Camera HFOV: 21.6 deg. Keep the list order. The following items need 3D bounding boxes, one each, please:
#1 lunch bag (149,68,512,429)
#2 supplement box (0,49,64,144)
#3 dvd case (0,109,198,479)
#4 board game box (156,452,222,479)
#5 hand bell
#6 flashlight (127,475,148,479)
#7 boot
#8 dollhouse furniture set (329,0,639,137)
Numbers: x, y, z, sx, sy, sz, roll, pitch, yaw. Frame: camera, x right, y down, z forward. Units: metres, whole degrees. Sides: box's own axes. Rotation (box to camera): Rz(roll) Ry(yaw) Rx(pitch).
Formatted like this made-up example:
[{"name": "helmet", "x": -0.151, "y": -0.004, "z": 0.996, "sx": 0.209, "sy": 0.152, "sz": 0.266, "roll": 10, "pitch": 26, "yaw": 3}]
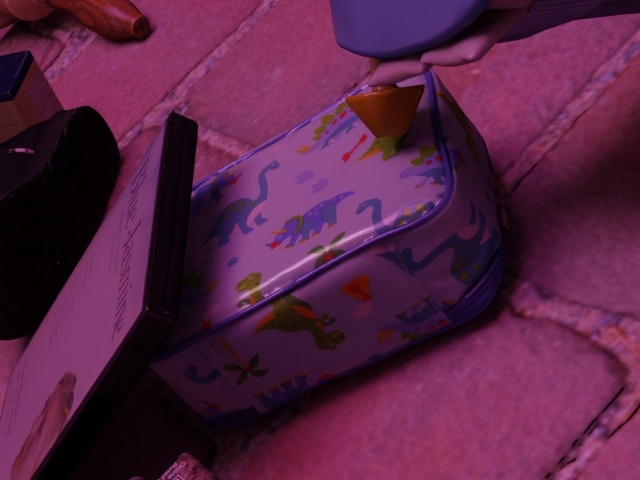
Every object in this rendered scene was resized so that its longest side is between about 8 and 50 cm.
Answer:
[{"name": "lunch bag", "x": 0.000, "y": 0.000, "z": 0.985, "sx": 0.219, "sy": 0.090, "sz": 0.176, "roll": -29, "pitch": 34, "yaw": 16}, {"name": "supplement box", "x": -0.259, "y": -0.099, "z": 1.357, "sx": 0.083, "sy": 0.083, "sz": 0.056, "roll": -8, "pitch": 41, "yaw": 23}, {"name": "dvd case", "x": -0.141, "y": 0.066, "z": 0.997, "sx": 0.253, "sy": 0.022, "sz": 0.180, "roll": -54, "pitch": 22, "yaw": 34}, {"name": "board game box", "x": -0.032, "y": 0.257, "z": 0.650, "sx": 0.232, "sy": 0.141, "sz": 0.291, "roll": -46, "pitch": 33, "yaw": -11}, {"name": "hand bell", "x": -0.231, "y": -0.221, "z": 1.503, "sx": 0.242, "sy": 0.126, "sz": 0.126, "roll": 24, "pitch": 67, "yaw": 41}, {"name": "flashlight", "x": -0.182, "y": 0.248, "z": 0.849, "sx": 0.304, "sy": 0.103, "sz": 0.103, "roll": -37, "pitch": 35, "yaw": 0}, {"name": "boot", "x": -0.274, "y": 0.005, "z": 1.242, "sx": 0.207, "sy": 0.094, "sz": 0.246, "roll": -17, "pitch": 31, "yaw": 25}, {"name": "dollhouse furniture set", "x": 0.197, "y": -0.080, "z": 0.859, "sx": 0.286, "sy": 0.198, "sz": 0.303, "roll": -11, "pitch": 2, "yaw": -30}]
